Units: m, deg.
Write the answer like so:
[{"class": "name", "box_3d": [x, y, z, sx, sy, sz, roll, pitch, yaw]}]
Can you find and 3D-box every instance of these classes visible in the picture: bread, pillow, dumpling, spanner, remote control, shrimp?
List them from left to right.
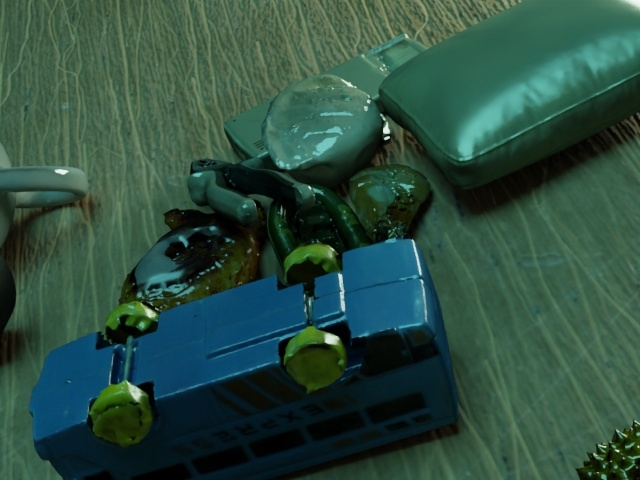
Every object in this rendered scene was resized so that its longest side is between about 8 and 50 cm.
[{"class": "bread", "box_3d": [-0.132, 0.031, 1.543, 0.139, 0.095, 0.269, -3, 21, 12]}, {"class": "spanner", "box_3d": [-0.097, -0.061, 1.593, 0.096, 0.040, 0.325, -16, 15, -16]}, {"class": "dumpling", "box_3d": [0.001, -0.128, 1.661, 0.176, 0.092, 0.150, -41, 59, -19]}, {"class": "remote control", "box_3d": [0.023, -0.174, 1.778, 0.285, 0.038, 0.123, -29, 36, -13]}, {"class": "shrimp", "box_3d": [0.076, -0.039, 1.547, 0.091, 0.043, 0.184, -7, 32, 6]}, {"class": "pillow", "box_3d": [0.244, -0.188, 1.593, 0.322, 0.119, 0.255, -26, 34, -5]}]

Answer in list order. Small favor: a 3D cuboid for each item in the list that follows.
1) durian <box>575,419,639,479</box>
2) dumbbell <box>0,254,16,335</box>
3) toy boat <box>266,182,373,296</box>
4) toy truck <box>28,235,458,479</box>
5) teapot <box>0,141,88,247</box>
[{"class": "durian", "box_3d": [0.261, 0.205, 1.043, 0.168, 0.137, 0.158, -43, 60, -15]}, {"class": "dumbbell", "box_3d": [-0.467, 0.132, 1.483, 0.204, 0.203, 0.322, -8, 37, 20]}, {"class": "toy boat", "box_3d": [0.000, 0.000, 1.531, 0.104, 0.052, 0.210, -13, 34, -8]}, {"class": "toy truck", "box_3d": [-0.070, 0.130, 1.299, 0.385, 0.162, 0.161, -18, 35, 9]}, {"class": "teapot", "box_3d": [-0.502, -0.054, 1.751, 0.424, 0.252, 0.280, -6, -5, -9]}]
